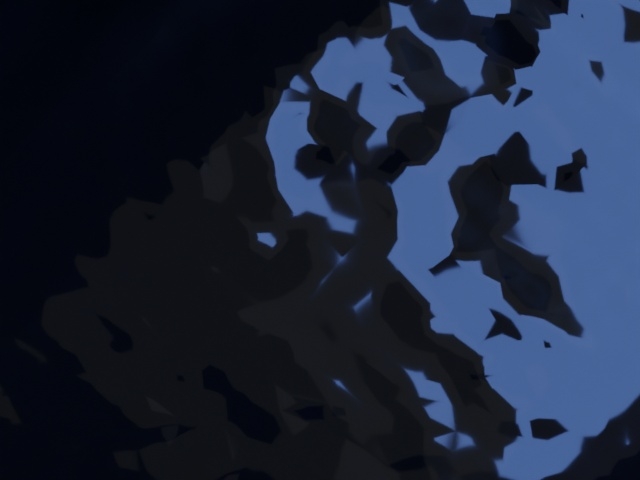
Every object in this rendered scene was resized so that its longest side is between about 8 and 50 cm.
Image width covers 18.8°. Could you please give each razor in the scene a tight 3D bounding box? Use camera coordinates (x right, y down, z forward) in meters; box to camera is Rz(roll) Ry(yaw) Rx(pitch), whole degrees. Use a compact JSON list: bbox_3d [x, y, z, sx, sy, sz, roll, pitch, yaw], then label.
[{"bbox_3d":[0.001,0.001,0.390,0.189,0.107,0.327,39,109,-15],"label":"razor"}]
